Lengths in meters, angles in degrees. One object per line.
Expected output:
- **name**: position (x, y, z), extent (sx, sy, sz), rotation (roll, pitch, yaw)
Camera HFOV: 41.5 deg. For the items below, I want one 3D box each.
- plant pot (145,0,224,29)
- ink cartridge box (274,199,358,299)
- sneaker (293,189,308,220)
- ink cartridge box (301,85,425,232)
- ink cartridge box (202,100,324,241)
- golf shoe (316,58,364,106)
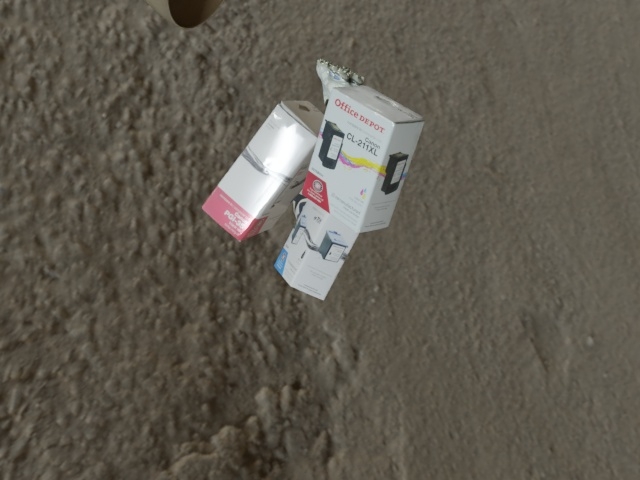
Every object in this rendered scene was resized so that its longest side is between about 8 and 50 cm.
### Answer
- **plant pot**: position (-0.301, -0.599, 1.713), extent (0.191, 0.284, 0.284), rotation (29, 43, 12)
- **ink cartridge box**: position (0.000, 0.000, 1.632), extent (0.082, 0.190, 0.139), rotation (24, 7, -22)
- **sneaker**: position (0.031, -0.130, 1.962), extent (0.153, 0.235, 0.094), rotation (56, -2, 45)
- **ink cartridge box**: position (0.058, -0.119, 1.216), extent (0.072, 0.175, 0.127), rotation (-13, 39, -45)
- **ink cartridge box**: position (-0.097, -0.151, 1.798), extent (0.117, 0.283, 0.207), rotation (42, 18, 7)
- **golf shoe**: position (0.021, -0.266, 1.472), extent (0.069, 0.086, 0.176), rotation (14, 17, -13)
